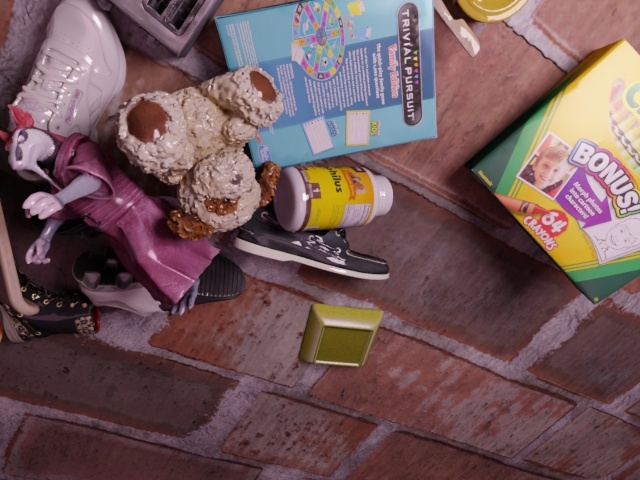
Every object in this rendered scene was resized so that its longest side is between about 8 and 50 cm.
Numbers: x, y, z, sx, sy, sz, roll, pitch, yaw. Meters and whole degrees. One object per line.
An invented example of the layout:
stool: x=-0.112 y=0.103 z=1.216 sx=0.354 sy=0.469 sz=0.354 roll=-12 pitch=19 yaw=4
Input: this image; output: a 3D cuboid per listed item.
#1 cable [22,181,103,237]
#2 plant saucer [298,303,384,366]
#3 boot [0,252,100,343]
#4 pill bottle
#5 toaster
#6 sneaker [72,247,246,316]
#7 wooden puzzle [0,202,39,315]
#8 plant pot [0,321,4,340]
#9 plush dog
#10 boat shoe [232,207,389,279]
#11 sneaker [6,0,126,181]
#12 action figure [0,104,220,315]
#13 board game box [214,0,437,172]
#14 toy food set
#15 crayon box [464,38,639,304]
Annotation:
cable: x=-0.450 y=-0.068 z=0.765 sx=0.184 sy=0.047 sz=0.150 roll=-30 pitch=144 yaw=26
plant saucer: x=0.053 y=0.254 z=1.040 sx=0.188 sy=0.045 sz=0.188 roll=8 pitch=119 yaw=-10
boot: x=-0.579 y=0.115 z=0.870 sx=0.178 sy=0.085 sz=0.236 roll=-1 pitch=120 yaw=-11
pill bottle: x=0.028 y=-0.081 z=0.776 sx=0.215 sy=0.117 sz=0.117 roll=-6 pitch=123 yaw=-29
toaster: x=-0.225 y=-0.387 z=0.596 sx=0.168 sy=0.110 sz=0.186 roll=36 pitch=110 yaw=-24
sneaker: x=-0.329 y=0.097 z=0.878 sx=0.330 sy=0.122 sz=0.146 roll=6 pitch=137 yaw=-11
wooden puzzle: x=-0.581 y=-0.060 z=0.629 sx=0.322 sy=0.080 sz=0.348 roll=10 pitch=114 yaw=34
plant pot: x=-0.807 y=0.183 z=0.826 sx=0.188 sy=0.205 sz=0.205 roll=-12 pitch=122 yaw=19
plush dog: x=-0.180 y=-0.118 z=0.641 sx=0.262 sy=0.210 sz=0.225 roll=-35 pitch=114 yaw=-37
boat shoe: x=-0.002 y=-0.001 z=0.847 sx=0.340 sy=0.127 sz=0.113 roll=14 pitch=92 yaw=-12
sneaker: x=-0.401 y=-0.224 z=0.646 sx=0.114 sy=0.152 sz=0.305 roll=23 pitch=115 yaw=-9
action figure: x=-0.311 y=-0.061 z=0.641 sx=0.248 sy=0.276 sz=0.370 roll=-5 pitch=131 yaw=43
board game box: x=0.022 y=-0.277 z=0.706 sx=0.336 sy=0.079 sz=0.254 roll=-11 pitch=121 yaw=0
toy food set: x=0.276 y=-0.423 z=0.660 sx=0.128 sy=0.071 sz=0.218 roll=39 pitch=107 yaw=-10
crayon box: x=0.522 y=-0.116 z=0.774 sx=0.363 sy=0.106 sz=0.313 roll=46 pitch=109 yaw=-4
